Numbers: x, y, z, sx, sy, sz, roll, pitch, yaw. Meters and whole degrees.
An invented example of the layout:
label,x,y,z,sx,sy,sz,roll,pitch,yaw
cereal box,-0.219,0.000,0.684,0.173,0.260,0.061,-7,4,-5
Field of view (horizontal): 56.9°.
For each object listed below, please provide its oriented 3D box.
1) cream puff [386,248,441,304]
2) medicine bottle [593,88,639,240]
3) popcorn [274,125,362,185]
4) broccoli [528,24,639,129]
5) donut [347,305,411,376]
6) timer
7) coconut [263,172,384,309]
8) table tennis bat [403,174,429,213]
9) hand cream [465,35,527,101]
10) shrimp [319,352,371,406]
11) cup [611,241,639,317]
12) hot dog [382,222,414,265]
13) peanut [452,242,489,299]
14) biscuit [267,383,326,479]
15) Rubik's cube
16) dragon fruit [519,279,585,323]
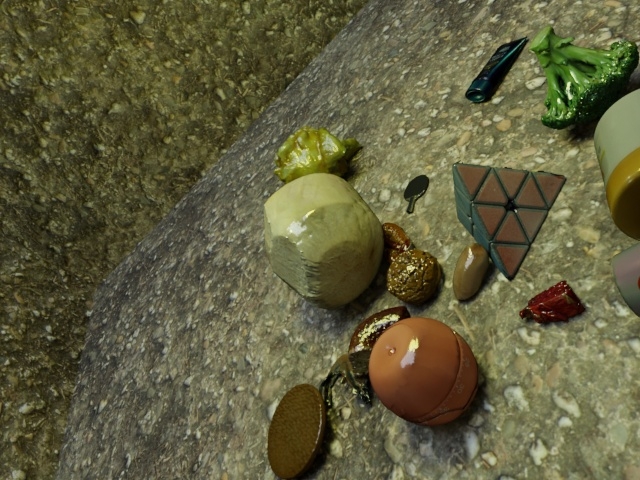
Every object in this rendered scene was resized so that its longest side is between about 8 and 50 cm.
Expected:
label,x,y,z,sx,sy,sz,roll,pitch,yaw
cream puff,0.247,0.093,1.604,0.150,0.115,0.165,-37,33,19
medicine bottle,0.677,-0.148,1.153,0.238,0.238,0.231,-28,34,35
popcorn,-0.016,-0.317,2.277,0.321,0.290,0.326,-64,12,-17
broccoli,0.643,-0.424,1.481,0.269,0.269,0.254,-28,21,35
donut,0.147,0.253,1.525,0.187,0.126,0.144,-15,54,10
timer,0.228,0.290,1.315,0.230,0.215,0.229,-42,26,26
coconut,0.000,0.000,1.808,0.415,0.345,0.414,174,90,-71
table tennis bat,0.303,-0.152,1.907,0.095,0.014,0.158,-17,42,44
hand cream,0.581,-0.572,1.963,0.270,0.061,0.120,-52,23,-18
shrimp,0.062,0.395,1.593,0.152,0.046,0.219,-49,26,3
cup,0.678,0.031,1.022,0.289,0.203,0.202,-32,34,42
hot dog,0.221,0.010,1.800,0.108,0.059,0.191,-51,31,9
peanut,0.373,0.080,1.483,0.076,0.076,0.152,31,105,61
biscuit,-0.064,0.517,1.608,0.262,0.037,0.261,-41,36,39
Rubik's cube,0.445,-0.080,1.494,0.229,0.228,0.233,27,121,24
dragon fruit,0.497,0.149,1.275,0.131,0.063,0.097,-37,0,23
